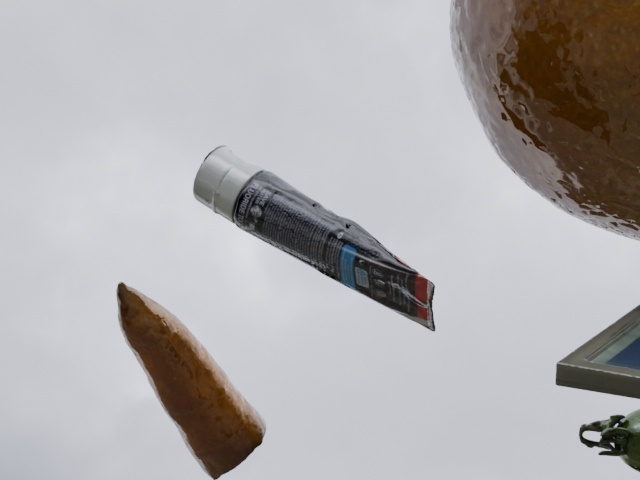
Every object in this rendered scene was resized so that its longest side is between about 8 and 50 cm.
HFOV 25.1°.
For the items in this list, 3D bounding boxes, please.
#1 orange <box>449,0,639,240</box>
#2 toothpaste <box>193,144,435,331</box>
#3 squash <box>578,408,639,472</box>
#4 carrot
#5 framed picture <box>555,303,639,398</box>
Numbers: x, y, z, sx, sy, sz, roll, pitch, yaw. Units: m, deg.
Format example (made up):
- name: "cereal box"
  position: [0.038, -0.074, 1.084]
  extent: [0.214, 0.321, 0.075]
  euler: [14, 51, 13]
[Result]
- name: "orange"
  position: [0.270, -0.146, 1.048]
  extent: [0.357, 0.322, 0.322]
  euler: [42, -48, 18]
- name: "toothpaste"
  position: [0.000, 0.000, 0.990]
  extent: [0.193, 0.045, 0.071]
  euler: [30, -23, 22]
- name: "squash"
  position: [0.374, 0.184, 1.176]
  extent: [0.318, 0.080, 0.071]
  euler: [15, -17, 18]
- name: "carrot"
  position: [-0.121, 0.113, 1.231]
  extent: [0.072, 0.072, 0.205]
  euler: [-18, -57, 22]
- name: "framed picture"
  position: [0.297, 0.081, 0.879]
  extent: [0.260, 0.189, 0.023]
  euler: [8, -75, 30]
